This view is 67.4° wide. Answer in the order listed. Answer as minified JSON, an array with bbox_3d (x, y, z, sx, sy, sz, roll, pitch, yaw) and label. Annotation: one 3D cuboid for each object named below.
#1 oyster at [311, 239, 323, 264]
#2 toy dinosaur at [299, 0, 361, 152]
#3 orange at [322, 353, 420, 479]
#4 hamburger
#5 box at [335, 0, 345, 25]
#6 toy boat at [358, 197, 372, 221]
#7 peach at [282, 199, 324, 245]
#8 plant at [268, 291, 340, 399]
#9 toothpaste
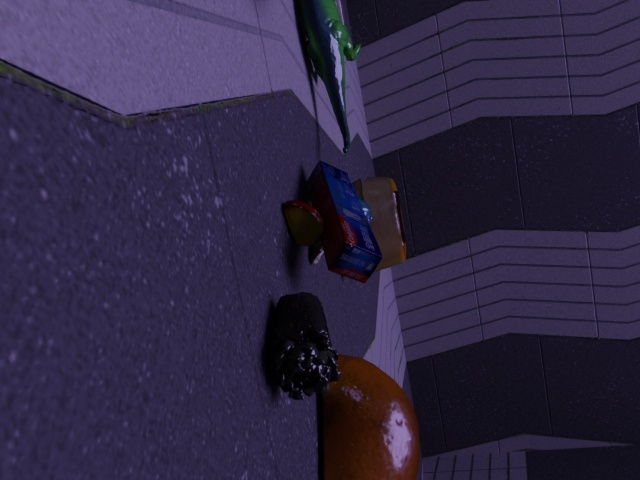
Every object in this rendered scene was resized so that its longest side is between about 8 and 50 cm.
[{"bbox_3d":[0.000,0.000,0.964,0.083,0.038,0.081,-52,172,-51],"label":"oyster"},{"bbox_3d":[0.010,-0.511,1.191,0.375,0.143,0.501,56,22,-53],"label":"toy dinosaur"},{"bbox_3d":[0.065,0.374,0.906,0.310,0.274,0.274,51,-10,38],"label":"orange"},{"bbox_3d":[0.158,-0.047,1.437,0.300,0.175,0.301,-7,90,-78],"label":"hamburger"},{"bbox_3d":[0.029,-0.677,1.479,0.133,0.099,0.182,-82,160,-59],"label":"box"},{"bbox_3d":[0.053,-0.066,1.180,0.174,0.110,0.091,8,66,-33],"label":"toy boat"},{"bbox_3d":[-0.034,-0.035,0.840,0.083,0.077,0.050,30,38,-14],"label":"peach"},{"bbox_3d":[-0.023,0.142,0.657,0.092,0.094,0.143,84,1,-47],"label":"plant"},{"bbox_3d":[0.036,-0.049,0.903,0.066,0.076,0.321,-58,-157,26],"label":"toothpaste"}]
